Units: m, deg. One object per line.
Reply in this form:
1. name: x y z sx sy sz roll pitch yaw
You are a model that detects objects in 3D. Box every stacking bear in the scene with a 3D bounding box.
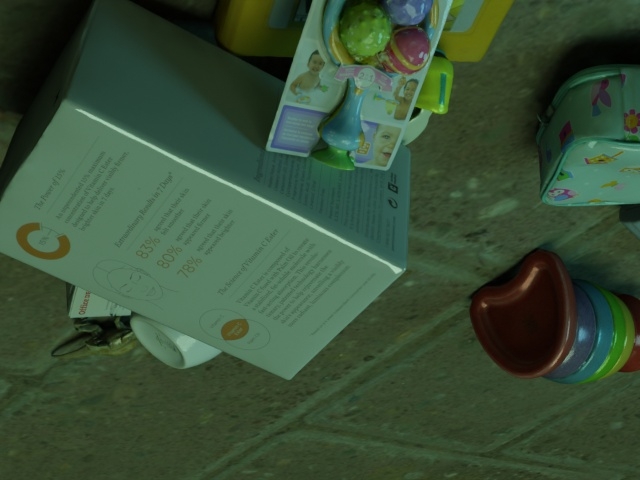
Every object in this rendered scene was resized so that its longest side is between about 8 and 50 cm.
1. stacking bear: 0.389 0.130 1.808 0.289 0.164 0.175 9 143 -41

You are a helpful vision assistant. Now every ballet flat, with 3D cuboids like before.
1. ballet flat: 0.057 -0.121 1.269 0.077 0.077 0.231 2 163 -33

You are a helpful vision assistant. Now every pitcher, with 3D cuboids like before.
1. pitcher: -0.128 0.029 1.409 0.207 0.125 0.178 -49 145 -27

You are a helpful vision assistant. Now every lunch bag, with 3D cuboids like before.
1. lunch bag: 0.382 -0.114 1.397 0.279 0.108 0.224 0 164 -2

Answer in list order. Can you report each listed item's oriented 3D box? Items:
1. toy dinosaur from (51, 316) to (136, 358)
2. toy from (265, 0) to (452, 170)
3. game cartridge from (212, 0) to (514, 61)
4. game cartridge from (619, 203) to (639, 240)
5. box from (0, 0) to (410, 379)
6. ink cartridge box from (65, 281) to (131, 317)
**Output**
1. toy dinosaur: -0.289 0.136 1.641 0.183 0.053 0.092 -18 151 8
2. toy: 0.053 -0.168 1.075 0.137 0.056 0.237 7 116 -32
3. game cartridge: 0.074 -0.282 1.093 0.285 0.053 0.324 -2 149 -19
4. game cartridge: 0.562 -0.017 1.594 0.196 0.060 0.294 34 146 -31
5. box: -0.114 -0.044 1.178 0.345 0.168 0.215 26 133 -20
6. ink cartridge box: -0.238 0.045 1.506 0.135 0.056 0.099 -1 147 -21
